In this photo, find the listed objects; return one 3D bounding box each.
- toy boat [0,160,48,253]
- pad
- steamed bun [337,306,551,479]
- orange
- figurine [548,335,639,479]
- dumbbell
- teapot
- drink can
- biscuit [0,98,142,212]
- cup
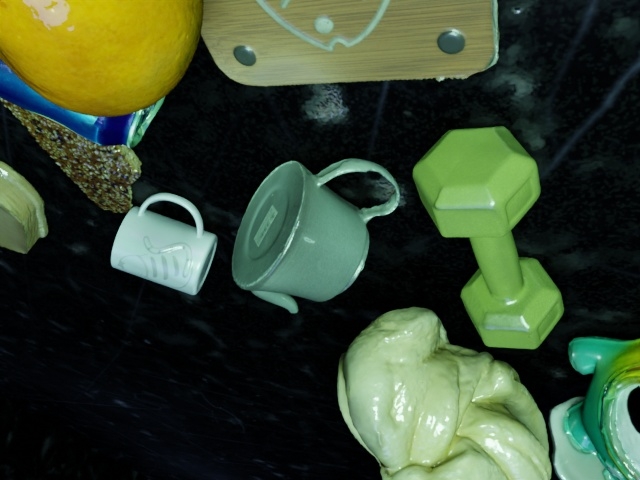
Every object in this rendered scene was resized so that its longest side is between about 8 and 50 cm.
[{"bbox_3d":[-0.512,-0.053,0.965,0.116,0.061,0.188,21,147,-4],"label":"toy boat"},{"bbox_3d":[-0.008,-0.242,0.484,0.287,0.018,0.284,4,145,23],"label":"pad"},{"bbox_3d":[0.192,0.270,0.871,0.230,0.372,0.325,-30,168,21],"label":"steamed bun"},{"bbox_3d":[-0.191,-0.212,0.451,0.240,0.171,0.240,42,164,14],"label":"orange"},{"bbox_3d":[0.472,0.238,0.781,0.323,0.232,0.340,51,147,17],"label":"figurine"},{"bbox_3d":[0.195,0.010,0.670,0.108,0.121,0.302,30,162,42],"label":"dumbbell"},{"bbox_3d":[0.000,0.000,0.729,0.149,0.162,0.239,26,118,-26],"label":"teapot"},{"bbox_3d":[-0.265,-0.180,0.607,0.205,0.118,0.118,25,147,-11],"label":"drink can"},{"bbox_3d":[-0.309,-0.114,0.807,0.131,0.026,0.236,2,143,26],"label":"biscuit"},{"bbox_3d":[-0.227,0.007,0.879,0.133,0.099,0.136,21,148,-2],"label":"cup"}]
